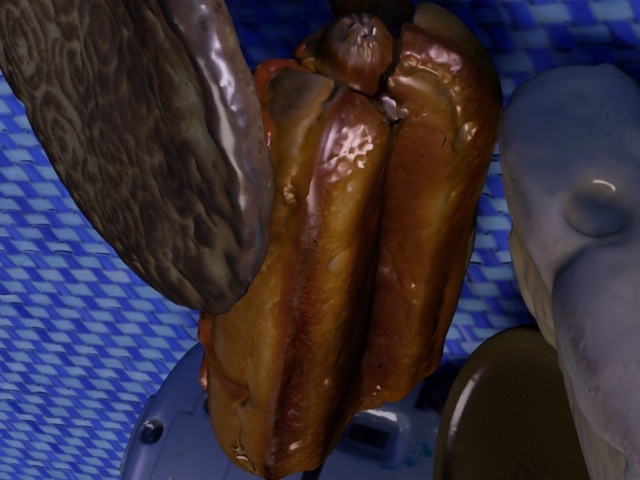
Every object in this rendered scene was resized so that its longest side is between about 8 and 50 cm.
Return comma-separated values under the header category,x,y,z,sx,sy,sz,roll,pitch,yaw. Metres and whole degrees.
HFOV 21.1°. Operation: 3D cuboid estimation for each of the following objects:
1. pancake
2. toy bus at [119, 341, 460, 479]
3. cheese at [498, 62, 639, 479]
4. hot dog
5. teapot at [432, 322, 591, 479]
category,x,y,z,sx,sy,sz,roll,pitch,yaw
pancake,-0.105,-0.095,0.795,0.286,0.033,0.288,64,158,5
toy bus,0.019,0.187,1.150,0.288,0.194,0.232,15,160,14
cheese,0.150,0.050,0.774,0.093,0.263,0.159,-19,147,4
hot dog,0.000,0.000,0.899,0.117,0.158,0.349,45,157,22
teapot,0.184,0.128,0.960,0.175,0.185,0.267,2,128,-29
